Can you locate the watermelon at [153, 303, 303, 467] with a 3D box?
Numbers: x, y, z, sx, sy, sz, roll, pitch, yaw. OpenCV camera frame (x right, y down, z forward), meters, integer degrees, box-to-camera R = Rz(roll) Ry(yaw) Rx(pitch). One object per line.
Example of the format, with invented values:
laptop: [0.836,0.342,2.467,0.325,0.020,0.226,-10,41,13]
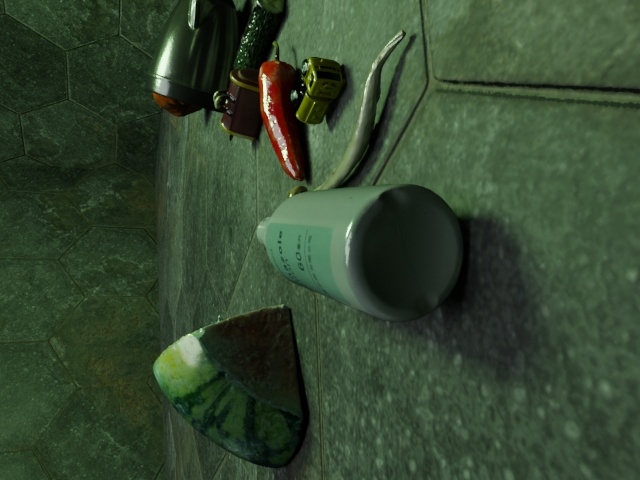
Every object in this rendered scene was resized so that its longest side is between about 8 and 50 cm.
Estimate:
watermelon: [-0.118,0.228,0.769,0.262,0.201,0.213,40,139,5]

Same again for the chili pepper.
chili pepper: [-0.063,-0.209,0.747,0.071,0.064,0.272,119,144,-68]

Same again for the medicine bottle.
medicine bottle: [0.000,0.000,0.515,0.352,0.110,0.110,-172,85,-66]

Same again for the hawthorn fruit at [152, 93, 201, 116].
hawthorn fruit: [-0.440,-0.500,1.479,0.179,0.179,0.200,146,118,-62]

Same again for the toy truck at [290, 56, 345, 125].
toy truck: [-0.004,-0.199,0.619,0.083,0.049,0.054,126,138,-54]

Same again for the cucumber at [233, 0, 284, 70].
cucumber: [-0.120,-0.390,0.895,0.187,0.058,0.058,136,131,-57]

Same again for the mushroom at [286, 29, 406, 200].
mushroom: [0.024,-0.109,0.568,0.068,0.043,0.306,58,145,12]

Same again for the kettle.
kettle: [-0.262,-0.455,1.108,0.207,0.251,0.271,27,108,32]

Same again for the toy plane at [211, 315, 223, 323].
toy plane: [-0.251,0.215,1.172,0.083,0.031,0.078,-139,42,-58]

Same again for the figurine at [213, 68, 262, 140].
figurine: [-0.167,-0.264,0.942,0.154,0.098,0.082,-63,37,39]
